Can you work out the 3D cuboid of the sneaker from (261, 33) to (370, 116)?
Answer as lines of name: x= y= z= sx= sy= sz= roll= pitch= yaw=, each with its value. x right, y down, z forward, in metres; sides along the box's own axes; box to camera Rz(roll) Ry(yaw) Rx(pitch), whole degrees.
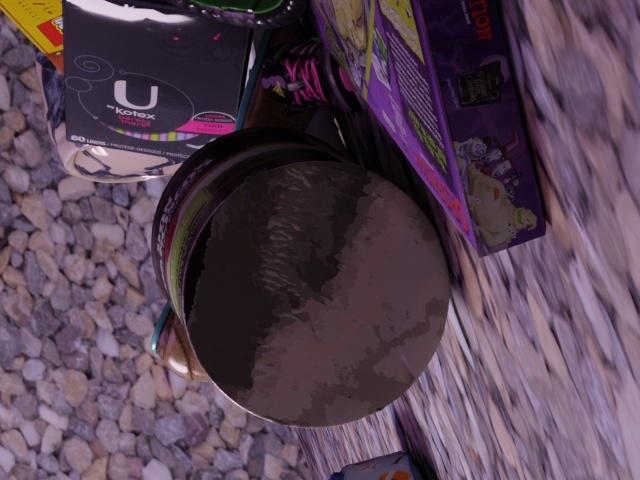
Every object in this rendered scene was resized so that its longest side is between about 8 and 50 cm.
sneaker: x=-0.007 y=-0.127 z=1.478 sx=0.170 sy=0.075 sz=0.063 roll=-133 pitch=25 yaw=-75

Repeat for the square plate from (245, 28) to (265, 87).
square plate: x=-0.065 y=-0.063 z=2.006 sx=0.347 sy=0.049 sz=0.344 roll=144 pitch=113 yaw=-74

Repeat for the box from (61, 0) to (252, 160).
box: x=-0.142 y=-0.198 z=1.703 sx=0.270 sy=0.165 sz=0.143 roll=103 pitch=175 yaw=-64

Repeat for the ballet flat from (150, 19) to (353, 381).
ballet flat: x=-0.041 y=-0.028 z=1.680 sx=0.116 sy=0.124 sz=0.342 roll=12 pitch=-81 yaw=-82

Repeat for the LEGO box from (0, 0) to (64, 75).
LEGO box: x=-0.299 y=-0.436 z=1.765 sx=0.500 sy=0.193 sz=0.372 roll=52 pitch=-165 yaw=-67

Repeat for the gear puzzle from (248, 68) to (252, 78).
gear puzzle: x=-0.007 y=-0.014 z=1.782 sx=0.175 sy=0.044 sz=0.339 roll=-44 pitch=61 yaw=49

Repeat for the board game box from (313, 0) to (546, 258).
board game box: x=0.040 y=-0.154 z=1.134 sx=0.347 sy=0.056 sz=0.208 roll=-120 pitch=16 yaw=-60

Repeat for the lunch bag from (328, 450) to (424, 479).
lunch bag: x=0.096 y=0.374 z=1.977 sx=0.243 sy=0.115 sz=0.303 roll=112 pitch=139 yaw=-84

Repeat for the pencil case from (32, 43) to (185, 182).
pencil case: x=-0.243 y=-0.258 z=2.157 sx=0.160 sy=0.183 sz=0.410 roll=-29 pitch=67 yaw=46

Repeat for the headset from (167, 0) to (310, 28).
headset: x=-0.140 y=-0.308 z=1.386 sx=0.243 sy=0.185 sz=0.394 roll=12 pitch=160 yaw=42

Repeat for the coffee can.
coffee can: x=-0.024 y=0.020 z=1.506 sx=0.275 sy=0.201 sz=0.201 roll=-140 pitch=31 yaw=-77
